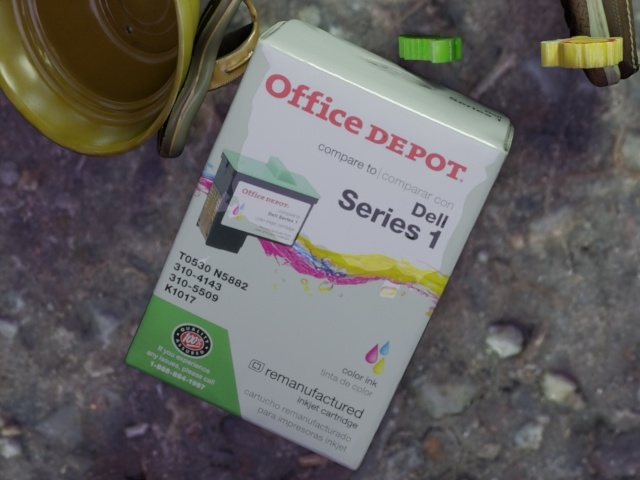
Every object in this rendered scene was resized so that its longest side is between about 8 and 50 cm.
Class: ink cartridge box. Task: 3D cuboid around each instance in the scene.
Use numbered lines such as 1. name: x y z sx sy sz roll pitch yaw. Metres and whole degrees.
1. ink cartridge box: 0.000 0.000 1.129 0.201 0.117 0.278 25 107 2

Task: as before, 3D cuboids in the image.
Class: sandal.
1. sandal: -0.076 -0.139 1.133 0.049 0.072 0.180 20 109 -13

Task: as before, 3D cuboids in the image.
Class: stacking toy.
1. stacking toy: 0.117 -0.206 1.031 0.221 0.052 0.167 11 109 51

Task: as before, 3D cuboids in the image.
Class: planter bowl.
1. planter bowl: -0.157 -0.178 1.104 0.217 0.090 0.217 17 119 33

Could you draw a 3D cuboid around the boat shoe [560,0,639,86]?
1. boat shoe: 0.207 -0.241 1.045 0.095 0.095 0.258 -12 103 6
